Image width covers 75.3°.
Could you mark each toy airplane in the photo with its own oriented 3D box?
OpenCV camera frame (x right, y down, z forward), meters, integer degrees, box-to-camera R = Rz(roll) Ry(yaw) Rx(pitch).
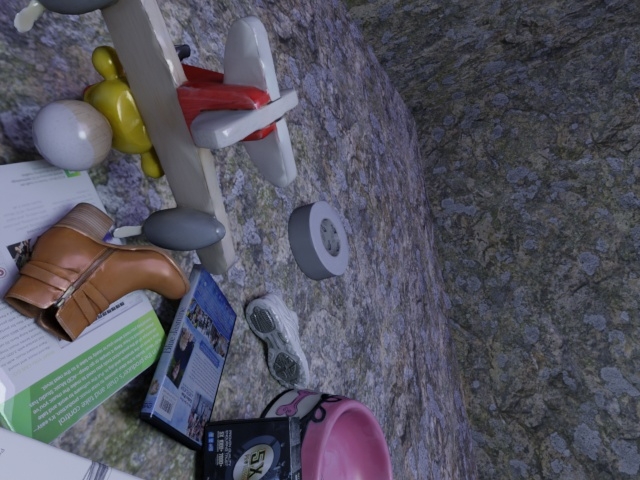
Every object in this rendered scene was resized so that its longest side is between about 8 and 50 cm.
[{"bbox_3d":[-0.215,-0.157,0.539,0.272,0.384,0.386,-29,82,-28],"label":"toy airplane"}]

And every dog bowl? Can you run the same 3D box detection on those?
[{"bbox_3d":[0.021,0.515,0.860,0.408,0.150,0.409,39,43,-49],"label":"dog bowl"}]

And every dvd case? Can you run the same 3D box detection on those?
[{"bbox_3d":[-0.204,0.192,0.690,0.181,0.022,0.253,75,17,-50],"label":"dvd case"}]

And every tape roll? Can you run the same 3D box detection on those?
[{"bbox_3d":[0.000,0.000,1.181,0.219,0.072,0.220,39,43,-49],"label":"tape roll"}]

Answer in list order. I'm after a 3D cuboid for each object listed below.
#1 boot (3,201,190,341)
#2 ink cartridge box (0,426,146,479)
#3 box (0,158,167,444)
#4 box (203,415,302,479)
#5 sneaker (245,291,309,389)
[{"bbox_3d":[-0.272,0.063,0.531,0.197,0.072,0.153,41,39,-28],"label":"boot"},{"bbox_3d":[-0.294,0.253,0.366,0.273,0.198,0.115,51,34,-37],"label":"ink cartridge box"},{"bbox_3d":[-0.348,0.064,0.524,0.232,0.058,0.322,-38,108,-61],"label":"box"},{"bbox_3d":[-0.108,0.387,0.676,0.078,0.147,0.180,66,19,-66],"label":"box"},{"bbox_3d":[-0.072,0.215,0.919,0.232,0.090,0.115,69,24,-10],"label":"sneaker"}]
